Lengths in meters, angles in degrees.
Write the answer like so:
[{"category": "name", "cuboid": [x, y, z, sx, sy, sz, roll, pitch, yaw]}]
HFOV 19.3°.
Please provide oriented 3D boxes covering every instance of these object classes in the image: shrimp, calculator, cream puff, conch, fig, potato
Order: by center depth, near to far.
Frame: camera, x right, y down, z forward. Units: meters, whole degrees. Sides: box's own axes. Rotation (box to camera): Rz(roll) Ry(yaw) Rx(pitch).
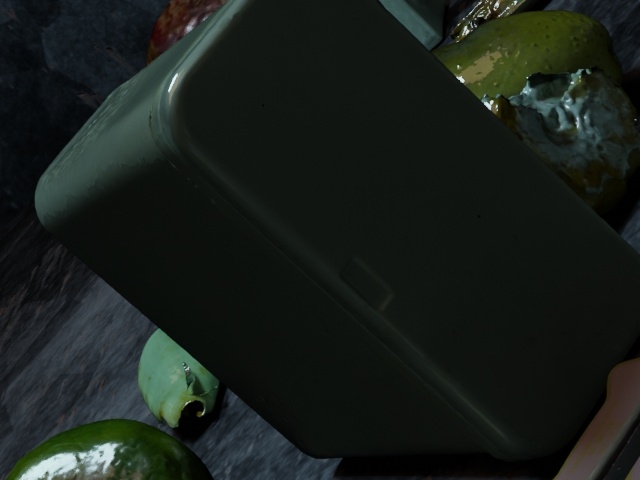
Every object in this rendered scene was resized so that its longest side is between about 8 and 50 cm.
[{"category": "calculator", "cuboid": [0.214, 0.122, 1.055, 0.157, 0.033, 0.236, -52, 18, -20]}, {"category": "cream puff", "cuboid": [0.173, -0.069, 1.481, 0.156, 0.121, 0.156, -22, 3, 1]}, {"category": "fig", "cuboid": [-0.160, 0.261, 1.551, 0.203, 0.203, 0.235, -50, -24, -12]}, {"category": "potato", "cuboid": [0.146, -0.110, 1.626, 0.248, 0.143, 0.169, -28, 18, 29]}, {"category": "conch", "cuboid": [-0.144, 0.145, 1.898, 0.105, 0.079, 0.170, -58, 18, 20]}, {"category": "shrimp", "cuboid": [0.220, -0.281, 2.024, 0.217, 0.051, 0.115, -49, 9, -4]}]

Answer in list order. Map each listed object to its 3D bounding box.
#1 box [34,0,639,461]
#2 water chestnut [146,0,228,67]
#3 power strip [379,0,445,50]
[{"category": "box", "cuboid": [0.000, 0.000, 1.345, 0.177, 0.352, 0.344, -53, 14, -21]}, {"category": "water chestnut", "cuboid": [-0.025, -0.121, 1.923, 0.302, 0.350, 0.350, -3, 21, 1]}, {"category": "power strip", "cuboid": [0.067, -0.277, 2.253, 0.224, 0.139, 0.140, -41, 16, 23]}]
